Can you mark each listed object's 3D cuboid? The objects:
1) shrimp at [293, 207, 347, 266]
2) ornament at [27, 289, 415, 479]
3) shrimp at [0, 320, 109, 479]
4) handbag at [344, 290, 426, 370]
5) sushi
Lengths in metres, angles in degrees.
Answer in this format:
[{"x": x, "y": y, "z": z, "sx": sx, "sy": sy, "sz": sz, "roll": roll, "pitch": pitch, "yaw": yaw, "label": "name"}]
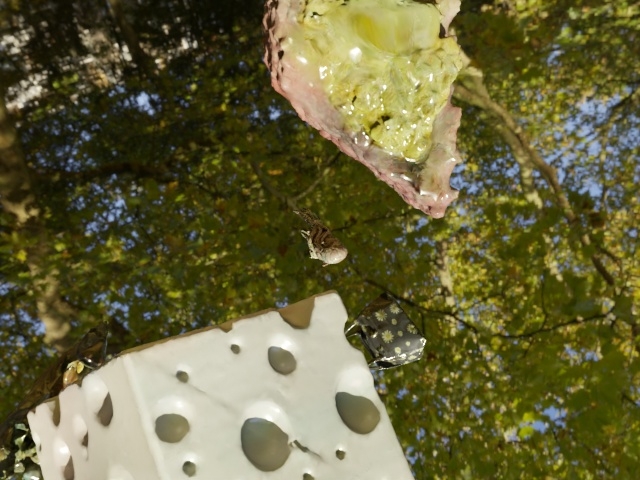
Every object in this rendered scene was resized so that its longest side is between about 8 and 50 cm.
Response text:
[{"x": 0.000, "y": 0.001, "z": 0.553, "sx": 0.029, "sy": 0.038, "sz": 0.092, "roll": -18, "pitch": -142, "yaw": -13, "label": "shrimp"}, {"x": -0.092, "y": 0.215, "z": 0.546, "sx": 0.240, "sy": 0.238, "sz": 0.240, "roll": -11, "pitch": 165, "yaw": -46, "label": "ornament"}, {"x": -0.409, "y": 0.247, "z": 0.895, "sx": 0.272, "sy": 0.085, "sz": 0.445, "roll": -55, "pitch": -162, "yaw": -18, "label": "shrimp"}, {"x": 0.086, "y": 0.162, "z": 0.920, "sx": 0.139, "sy": 0.072, "sz": 0.115, "roll": -26, "pitch": -120, "yaw": -17, "label": "handbag"}, {"x": 0.033, "y": -0.138, "z": 0.481, "sx": 0.162, "sy": 0.240, "sz": 0.107, "roll": -3, "pitch": -170, "yaw": -11, "label": "sushi"}]
